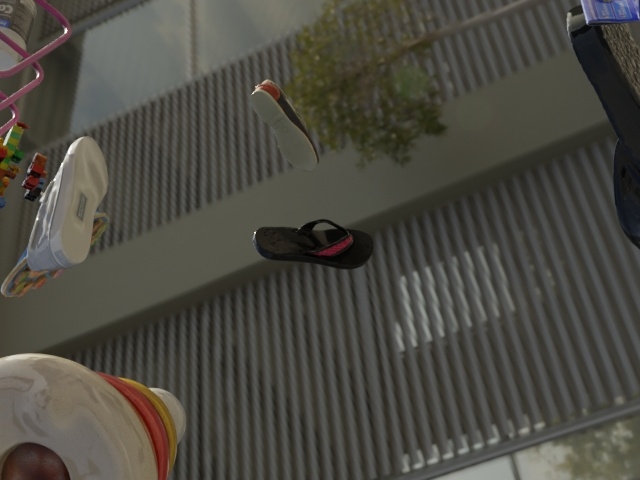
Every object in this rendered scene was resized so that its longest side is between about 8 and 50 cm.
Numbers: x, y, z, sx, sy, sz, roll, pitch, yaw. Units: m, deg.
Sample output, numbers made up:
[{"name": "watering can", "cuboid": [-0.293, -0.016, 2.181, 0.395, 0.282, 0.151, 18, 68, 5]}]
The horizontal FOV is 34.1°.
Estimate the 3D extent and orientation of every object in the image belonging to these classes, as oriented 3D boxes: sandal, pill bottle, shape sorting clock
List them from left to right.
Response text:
[{"name": "pill bottle", "cuboid": [-0.500, -0.328, 1.653, 0.078, 0.078, 0.137, 51, -150, -45]}, {"name": "shape sorting clock", "cuboid": [-0.422, 0.025, 1.675, 0.040, 0.206, 0.206, 48, -166, 7]}, {"name": "sandal", "cuboid": [0.000, 0.000, 1.319, 0.179, 0.040, 0.067, 2, -138, -36]}, {"name": "sandal", "cuboid": [0.410, -0.095, 1.320, 0.445, 0.107, 0.167, 57, -147, -13]}]

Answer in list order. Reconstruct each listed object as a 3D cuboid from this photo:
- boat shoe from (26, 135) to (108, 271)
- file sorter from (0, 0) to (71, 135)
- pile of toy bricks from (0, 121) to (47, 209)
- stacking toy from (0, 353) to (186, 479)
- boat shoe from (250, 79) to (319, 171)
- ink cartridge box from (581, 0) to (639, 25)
[{"name": "boat shoe", "cuboid": [-0.278, -0.039, 1.135, 0.066, 0.063, 0.184, 54, -153, -47]}, {"name": "file sorter", "cuboid": [-0.437, -0.160, 1.143, 0.182, 0.290, 0.202, 39, -150, -5]}, {"name": "pile of toy bricks", "cuboid": [-0.453, -0.122, 1.501, 0.118, 0.212, 0.105, 24, -111, -23]}, {"name": "stacking toy", "cuboid": [-0.340, 0.320, 1.600, 0.480, 0.351, 0.350, -9, -102, -77]}, {"name": "boat shoe", "cuboid": [-0.043, -0.155, 1.413, 0.137, 0.049, 0.043, 53, -145, -16]}, {"name": "ink cartridge box", "cuboid": [0.420, -0.297, 1.065, 0.185, 0.311, 0.065, -79, -23, -54]}]
